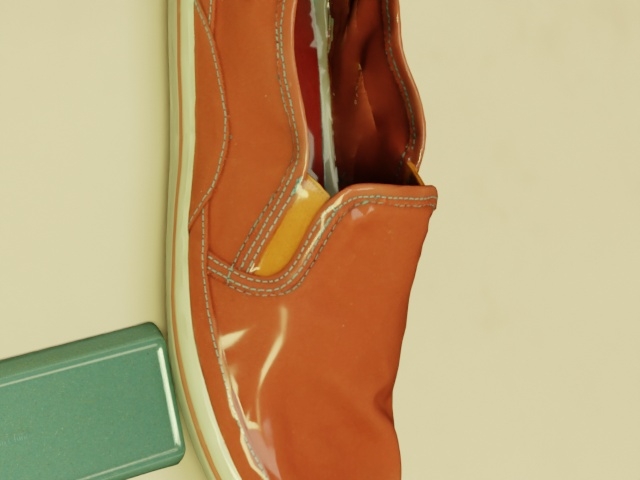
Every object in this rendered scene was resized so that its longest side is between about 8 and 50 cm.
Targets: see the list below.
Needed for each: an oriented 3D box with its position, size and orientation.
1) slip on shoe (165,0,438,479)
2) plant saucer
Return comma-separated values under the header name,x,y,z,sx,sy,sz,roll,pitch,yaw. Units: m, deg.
name,x,y,z,sx,sy,sz,roll,pitch,yaw
slip on shoe,0.000,0.000,0.850,0.123,0.101,0.331,-2,88,-50
plant saucer,-0.136,0.086,0.790,0.192,0.018,0.067,-13,95,-40
